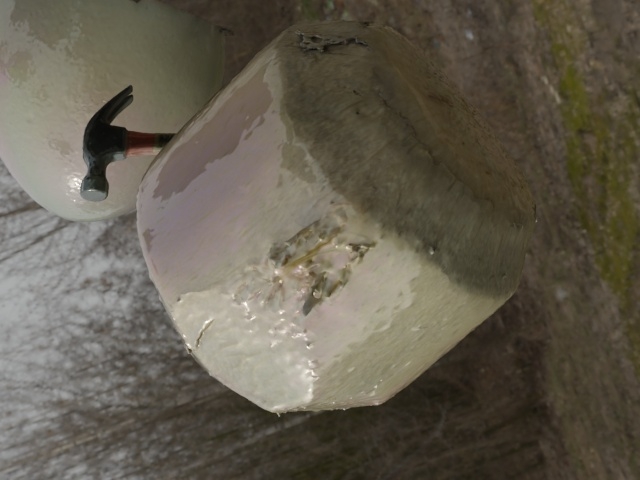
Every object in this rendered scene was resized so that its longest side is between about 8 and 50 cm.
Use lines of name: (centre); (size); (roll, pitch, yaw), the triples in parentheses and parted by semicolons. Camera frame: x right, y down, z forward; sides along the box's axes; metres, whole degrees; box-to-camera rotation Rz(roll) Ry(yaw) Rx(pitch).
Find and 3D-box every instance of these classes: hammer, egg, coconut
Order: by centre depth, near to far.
coconut: (0.000, 0.000, 0.492); (0.224, 0.234, 0.224); (42, -162, -17)
hammer: (-0.087, -0.093, 0.814); (0.033, 0.287, 0.111); (114, 155, -71)
egg: (-0.334, -0.197, 1.215); (0.354, 0.354, 0.340); (-111, 38, -81)
